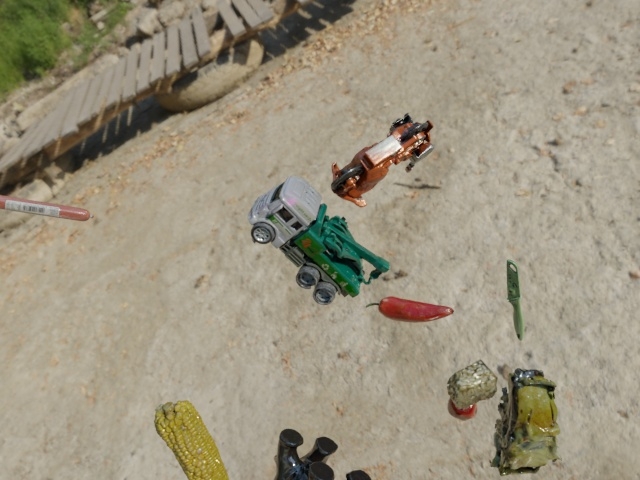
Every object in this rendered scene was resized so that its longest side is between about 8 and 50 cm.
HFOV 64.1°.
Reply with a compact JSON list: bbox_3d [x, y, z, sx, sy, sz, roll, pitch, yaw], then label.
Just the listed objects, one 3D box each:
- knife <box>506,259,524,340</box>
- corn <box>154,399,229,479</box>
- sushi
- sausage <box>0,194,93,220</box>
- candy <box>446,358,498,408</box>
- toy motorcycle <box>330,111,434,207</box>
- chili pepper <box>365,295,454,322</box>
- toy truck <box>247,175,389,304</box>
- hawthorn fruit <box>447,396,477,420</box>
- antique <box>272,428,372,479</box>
[{"bbox_3d":[0.559,0.177,1.472,0.043,0.292,0.020,8,37,37],"label":"knife"},{"bbox_3d":[-0.287,0.497,1.178,0.101,0.291,0.101,-20,13,5],"label":"corn"},{"bbox_3d":[0.485,0.434,1.200,0.139,0.290,0.131,1,16,-4],"label":"sushi"},{"bbox_3d":[-0.595,-0.068,1.070,0.223,0.029,0.029,10,34,-22],"label":"sausage"},{"bbox_3d":[0.341,0.327,1.156,0.110,0.095,0.085,-15,36,-15],"label":"candy"},{"bbox_3d":[0.154,-0.206,1.372,0.326,0.221,0.147,-33,83,-12],"label":"toy motorcycle"},{"bbox_3d":[0.251,0.202,1.491,0.272,0.063,0.071,3,68,33],"label":"chili pepper"},{"bbox_3d":[-0.007,0.003,1.300,0.178,0.363,0.176,-39,18,28],"label":"toy truck"},{"bbox_3d":[0.417,0.482,1.497,0.093,0.093,0.093,-17,41,16],"label":"hawthorn fruit"},{"bbox_3d":[-0.014,0.721,1.453,0.322,0.185,0.254,30,106,38],"label":"antique"}]
